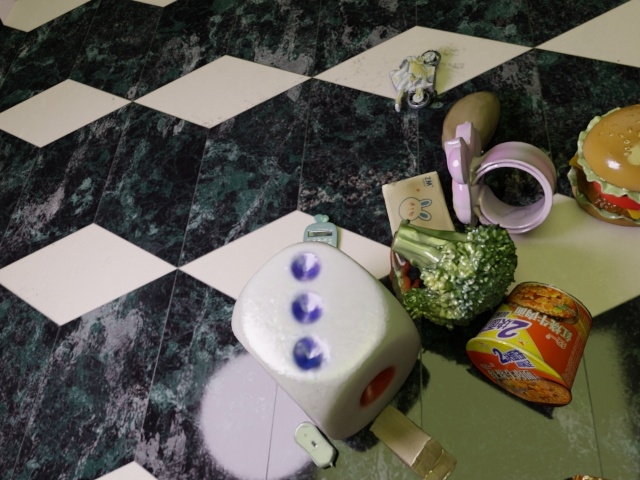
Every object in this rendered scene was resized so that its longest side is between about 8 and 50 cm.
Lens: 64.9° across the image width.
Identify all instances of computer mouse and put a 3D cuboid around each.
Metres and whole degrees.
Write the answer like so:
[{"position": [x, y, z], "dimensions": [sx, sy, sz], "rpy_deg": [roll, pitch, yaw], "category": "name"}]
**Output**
[{"position": [-0.010, 0.443, 1.087], "dimensions": [0.056, 0.032, 0.110], "rpy_deg": [-43, 70, -8], "category": "computer mouse"}]

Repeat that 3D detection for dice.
[{"position": [0.012, 0.203, 1.043], "dimensions": [0.277, 0.304, 0.304], "rpy_deg": [-46, 58, -11], "category": "dice"}]

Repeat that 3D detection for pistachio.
[{"position": [0.395, -0.306, 1.323], "dimensions": [0.136, 0.135, 0.225], "rpy_deg": [22, 65, 25], "category": "pistachio"}]

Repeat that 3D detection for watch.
[{"position": [0.421, -0.147, 1.158], "dimensions": [0.218, 0.248, 0.211], "rpy_deg": [2, 32, 29], "category": "watch"}]

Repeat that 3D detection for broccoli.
[{"position": [0.280, 0.065, 1.045], "dimensions": [0.260, 0.288, 0.235], "rpy_deg": [1, 59, -7], "category": "broccoli"}]

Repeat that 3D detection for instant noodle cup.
[{"position": [0.426, 0.198, 1.003], "dimensions": [0.213, 0.213, 0.174], "rpy_deg": [28, 64, 27], "category": "instant noodle cup"}]

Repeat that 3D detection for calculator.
[{"position": [0.000, 0.000, 1.326], "dimensions": [0.095, 0.021, 0.152], "rpy_deg": [-3, 62, 14], "category": "calculator"}]

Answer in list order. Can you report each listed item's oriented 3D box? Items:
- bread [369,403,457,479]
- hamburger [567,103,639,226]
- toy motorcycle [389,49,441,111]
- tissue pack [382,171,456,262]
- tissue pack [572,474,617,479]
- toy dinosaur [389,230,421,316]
[{"position": [0.189, 0.424, 1.045], "dimensions": [0.077, 0.105, 0.152], "rpy_deg": [-47, 29, -10], "category": "bread"}, {"position": [0.704, -0.177, 1.105], "dimensions": [0.275, 0.212, 0.274], "rpy_deg": [-7, 62, 13], "category": "hamburger"}, {"position": [0.268, -0.470, 1.471], "dimensions": [0.151, 0.074, 0.228], "rpy_deg": [8, 67, 23], "category": "toy motorcycle"}, {"position": [0.244, -0.060, 1.246], "dimensions": [0.149, 0.092, 0.196], "rpy_deg": [-14, 59, 10], "category": "tissue pack"}, {"position": [0.527, 0.533, 0.848], "dimensions": [0.184, 0.092, 0.225], "rpy_deg": [4, 65, 18], "category": "tissue pack"}, {"position": [0.195, 0.117, 1.156], "dimensions": [0.056, 0.101, 0.279], "rpy_deg": [-20, 86, 31], "category": "toy dinosaur"}]
